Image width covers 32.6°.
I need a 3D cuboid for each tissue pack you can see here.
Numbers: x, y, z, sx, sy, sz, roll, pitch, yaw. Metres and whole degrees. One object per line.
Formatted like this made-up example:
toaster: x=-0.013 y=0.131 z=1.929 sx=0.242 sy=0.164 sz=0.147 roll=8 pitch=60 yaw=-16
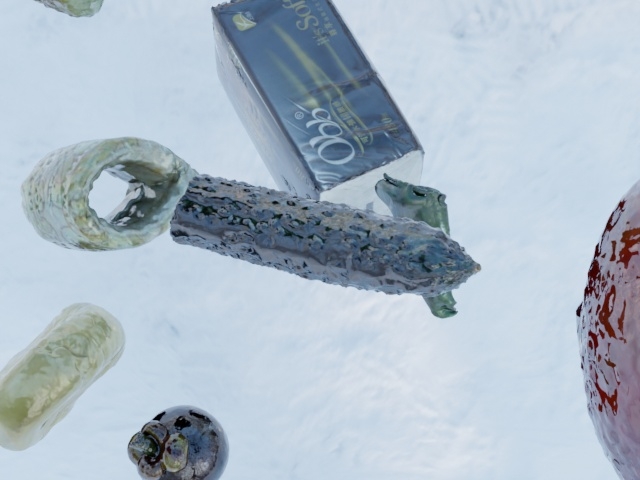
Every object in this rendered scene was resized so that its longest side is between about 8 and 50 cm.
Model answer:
tissue pack: x=-0.002 y=-0.192 z=1.649 sx=0.198 sy=0.210 sz=0.370 roll=-23 pitch=66 yaw=-15

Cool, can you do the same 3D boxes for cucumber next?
cucumber: x=0.001 y=0.001 z=0.908 sx=0.300 sy=0.072 sz=0.072 roll=14 pitch=76 yaw=33

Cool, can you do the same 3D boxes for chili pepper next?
chili pepper: x=0.140 y=0.005 z=1.437 sx=0.062 sy=0.108 sz=0.216 roll=-27 pitch=108 yaw=-15

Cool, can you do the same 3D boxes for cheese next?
cheese: x=-0.380 y=0.189 z=1.535 sx=0.117 sy=0.214 sz=0.226 roll=43 pitch=120 yaw=-4

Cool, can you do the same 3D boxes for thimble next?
thimble: x=-0.256 y=-0.059 z=1.345 sx=0.190 sy=0.143 sz=0.138 roll=-21 pitch=101 yaw=-39

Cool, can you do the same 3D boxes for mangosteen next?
mangosteen: x=-0.187 y=0.269 z=1.396 sx=0.140 sy=0.140 sz=0.140 roll=0 pitch=78 yaw=-2

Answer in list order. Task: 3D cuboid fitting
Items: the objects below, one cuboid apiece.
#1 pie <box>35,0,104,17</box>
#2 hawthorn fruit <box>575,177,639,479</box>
pie: x=-0.301 y=-0.251 z=0.836 sx=0.296 sy=0.371 sz=0.078 roll=20 pitch=91 yaw=-11
hawthorn fruit: x=0.225 y=0.024 z=0.418 sx=0.230 sy=0.266 sz=0.210 roll=-35 pitch=95 yaw=-14
